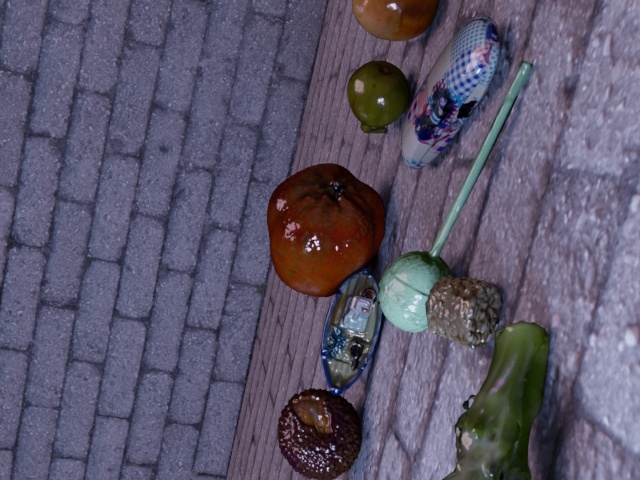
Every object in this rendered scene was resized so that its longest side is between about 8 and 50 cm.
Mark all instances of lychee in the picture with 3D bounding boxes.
[{"bbox_3d":[-0.003,0.400,1.356,0.188,0.188,0.188,-169,90,-79],"label":"lychee"}]

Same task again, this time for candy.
[{"bbox_3d":[0.199,0.096,0.911,0.110,0.085,0.095,-149,61,-66],"label":"candy"},{"bbox_3d":[0.209,-0.057,0.992,0.119,0.119,0.439,-109,39,-68],"label":"candy"}]

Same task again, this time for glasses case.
[{"bbox_3d":[0.215,-0.245,1.135,0.327,0.076,0.125,121,156,-59],"label":"glasses case"}]

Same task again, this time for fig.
[{"bbox_3d":[0.119,-0.320,1.504,0.186,0.142,0.148,-49,2,44],"label":"fig"}]

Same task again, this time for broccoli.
[{"bbox_3d":[0.193,0.224,0.704,0.145,0.165,0.304,64,-140,-53],"label":"broccoli"}]

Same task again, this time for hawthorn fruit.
[{"bbox_3d":[0.000,0.000,1.497,0.287,0.287,0.330,-91,11,-46],"label":"hawthorn fruit"}]

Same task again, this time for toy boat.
[{"bbox_3d":[0.064,0.185,1.346,0.115,0.114,0.261,-121,45,-89],"label":"toy boat"}]

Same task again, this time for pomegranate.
[{"bbox_3d":[0.159,-0.519,1.402,0.191,0.191,0.191,-169,90,-79],"label":"pomegranate"}]
